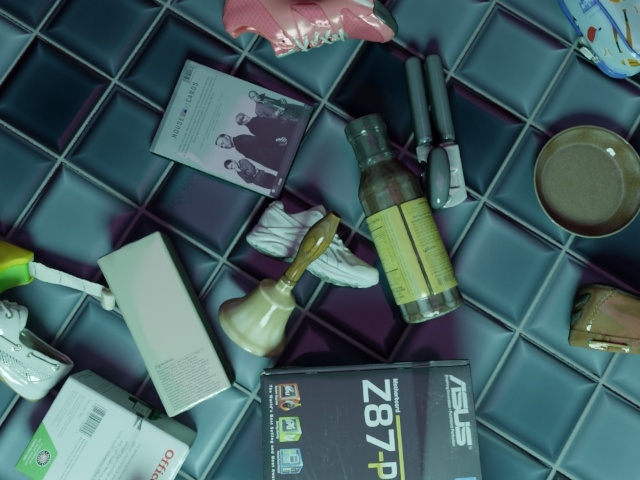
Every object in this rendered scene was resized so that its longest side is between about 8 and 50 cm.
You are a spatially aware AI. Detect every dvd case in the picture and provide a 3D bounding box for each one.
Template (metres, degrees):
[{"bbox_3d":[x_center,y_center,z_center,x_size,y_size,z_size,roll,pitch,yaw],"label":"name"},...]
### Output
[{"bbox_3d":[-0.153,-0.193,0.994,0.238,0.029,0.179,21,84,1],"label":"dvd case"}]

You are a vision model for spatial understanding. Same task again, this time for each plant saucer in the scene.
[{"bbox_3d":[0.465,-0.101,1.001,0.198,0.036,0.199,0,85,-2],"label":"plant saucer"}]

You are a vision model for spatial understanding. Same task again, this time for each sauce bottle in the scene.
[{"bbox_3d":[0.131,-0.040,0.947,0.111,0.111,0.345,-18,85,-4],"label":"sauce bottle"}]

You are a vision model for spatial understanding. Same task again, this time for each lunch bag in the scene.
[{"bbox_3d":[0.581,-0.434,1.003,0.303,0.115,0.243,-33,88,-6],"label":"lunch bag"}]

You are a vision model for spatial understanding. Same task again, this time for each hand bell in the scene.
[{"bbox_3d":[-0.043,0.051,0.876,0.126,0.126,0.242,37,111,2],"label":"hand bell"}]

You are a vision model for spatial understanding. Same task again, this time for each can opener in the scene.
[{"bbox_3d":[0.199,-0.191,0.980,0.074,0.093,0.281,-7,80,-2],"label":"can opener"}]

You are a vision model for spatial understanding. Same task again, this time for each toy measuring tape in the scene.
[{"bbox_3d":[-0.502,0.068,0.909,0.330,0.121,0.121,20,84,0],"label":"toy measuring tape"}]

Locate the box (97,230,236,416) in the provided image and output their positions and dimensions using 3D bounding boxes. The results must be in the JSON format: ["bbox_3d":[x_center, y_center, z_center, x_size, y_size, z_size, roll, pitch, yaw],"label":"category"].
[{"bbox_3d":[-0.245,0.132,0.925,0.113,0.094,0.275,-25,85,-5],"label":"box"}]

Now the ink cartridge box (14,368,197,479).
[{"bbox_3d":[-0.329,0.331,0.901,0.219,0.092,0.160,30,85,0],"label":"ink cartridge box"}]

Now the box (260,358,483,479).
[{"bbox_3d":[0.075,0.382,0.840,0.318,0.097,0.395,-2,77,-2],"label":"box"}]

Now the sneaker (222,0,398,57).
[{"bbox_3d":[-0.024,-0.373,0.991,0.313,0.116,0.136,18,94,7],"label":"sneaker"}]

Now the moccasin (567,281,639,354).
[{"bbox_3d":[0.598,0.187,0.924,0.380,0.139,0.147,18,85,0],"label":"moccasin"}]

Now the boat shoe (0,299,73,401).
[{"bbox_3d":[-0.492,0.130,0.870,0.096,0.098,0.277,-39,127,-10],"label":"boat shoe"}]

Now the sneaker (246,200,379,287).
[{"bbox_3d":[0.000,0.000,0.951,0.232,0.090,0.115,24,80,0],"label":"sneaker"}]
